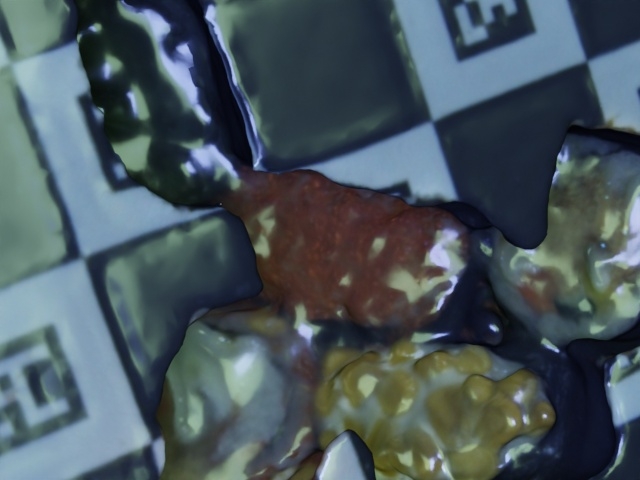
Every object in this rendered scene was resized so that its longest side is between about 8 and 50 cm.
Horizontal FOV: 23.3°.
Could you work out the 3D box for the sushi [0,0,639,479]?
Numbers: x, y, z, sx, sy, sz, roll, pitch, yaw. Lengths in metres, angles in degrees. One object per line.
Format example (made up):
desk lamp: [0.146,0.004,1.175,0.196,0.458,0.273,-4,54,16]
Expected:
sushi: [0.000,0.000,0.530,0.343,0.064,0.359,-22,100,-19]
